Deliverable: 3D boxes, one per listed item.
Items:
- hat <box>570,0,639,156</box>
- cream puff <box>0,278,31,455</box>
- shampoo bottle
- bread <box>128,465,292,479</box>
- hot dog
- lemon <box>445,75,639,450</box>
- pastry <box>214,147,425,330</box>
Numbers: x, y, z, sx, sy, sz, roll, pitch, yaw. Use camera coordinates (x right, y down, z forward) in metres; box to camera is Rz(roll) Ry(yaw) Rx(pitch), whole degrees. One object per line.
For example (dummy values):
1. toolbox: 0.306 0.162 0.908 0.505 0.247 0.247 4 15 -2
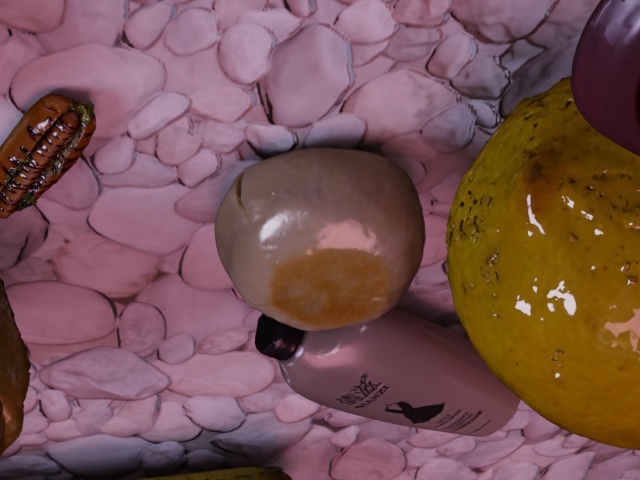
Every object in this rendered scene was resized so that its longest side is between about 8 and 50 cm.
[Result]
1. hat: 0.222 -0.122 0.675 0.206 0.089 0.205 -8 143 -6
2. cream puff: -0.319 0.089 0.911 0.244 0.244 0.196 -4 108 -7
3. shampoo bottle: 0.056 0.107 1.117 0.257 0.078 0.127 21 137 -31
4. bread: -0.205 0.292 1.249 0.384 0.112 0.166 -6 167 -4
5. hot dog: -0.193 -0.055 0.885 0.049 0.037 0.122 20 133 -28
6. lemon: 0.229 0.017 0.889 0.310 0.258 0.258 25 131 -29
7. pastry: 0.000 0.000 0.956 0.156 0.092 0.156 -3 136 -3
